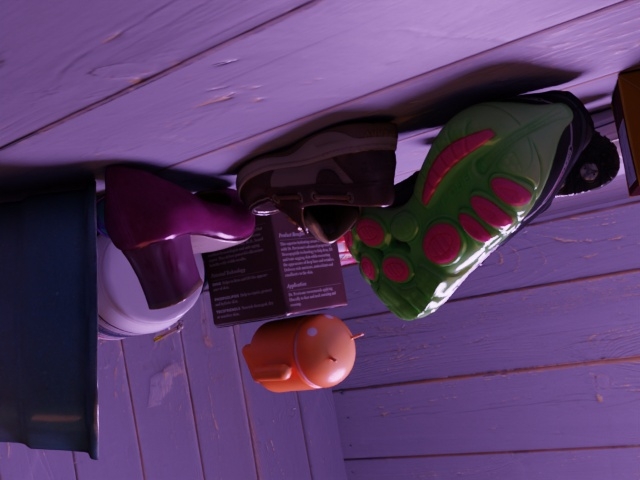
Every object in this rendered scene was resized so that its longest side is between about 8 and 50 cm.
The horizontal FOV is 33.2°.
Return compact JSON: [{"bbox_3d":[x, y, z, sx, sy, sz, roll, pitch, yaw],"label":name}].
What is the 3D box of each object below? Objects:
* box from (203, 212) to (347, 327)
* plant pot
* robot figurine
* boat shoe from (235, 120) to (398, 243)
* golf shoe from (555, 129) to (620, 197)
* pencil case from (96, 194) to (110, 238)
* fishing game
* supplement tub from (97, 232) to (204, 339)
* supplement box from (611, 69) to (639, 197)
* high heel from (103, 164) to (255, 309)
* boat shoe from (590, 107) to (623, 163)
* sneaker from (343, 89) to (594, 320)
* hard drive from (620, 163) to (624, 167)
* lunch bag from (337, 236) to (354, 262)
[{"bbox_3d":[-0.080,0.031,1.805,0.167,0.203,0.168,-13,175,39],"label":"box"},{"bbox_3d":[-0.434,0.099,1.284,0.334,0.341,0.341,-1,174,-13],"label":"plant pot"},{"bbox_3d":[-0.031,0.189,1.815,0.219,0.128,0.158,-12,155,42],"label":"robot figurine"},{"bbox_3d":[-0.007,-0.055,1.355,0.123,0.123,0.342,-7,175,-31],"label":"boat shoe"},{"bbox_3d":[0.284,-0.101,1.476,0.272,0.105,0.120,-1,170,32],"label":"golf shoe"},{"bbox_3d":[-0.266,-0.030,1.513,0.070,0.065,0.151,-8,176,10],"label":"pencil case"},{"bbox_3d":[-0.227,0.058,1.916,0.041,0.264,0.189,34,157,-17],"label":"fishing game"},{"bbox_3d":[-0.321,0.066,1.807,0.191,0.191,0.272,-8,175,-28],"label":"supplement tub"},{"bbox_3d":[0.457,-0.138,1.278,0.191,0.129,0.194,-11,176,11],"label":"supplement box"},{"bbox_3d":[-0.178,-0.059,1.414,0.127,0.181,0.377,-15,-164,9],"label":"high heel"},{"bbox_3d":[0.411,-0.143,1.469,0.226,0.076,0.083,-13,175,37],"label":"boat shoe"},{"bbox_3d":[0.181,-0.037,1.357,0.202,0.185,0.483,-27,174,-29],"label":"sneaker"},{"bbox_3d":[0.455,-0.129,1.903,0.233,0.047,0.353,-6,173,-46],"label":"hard drive"},{"bbox_3d":[0.000,0.000,2.157,0.293,0.120,0.258,-6,174,-39],"label":"lunch bag"}]
